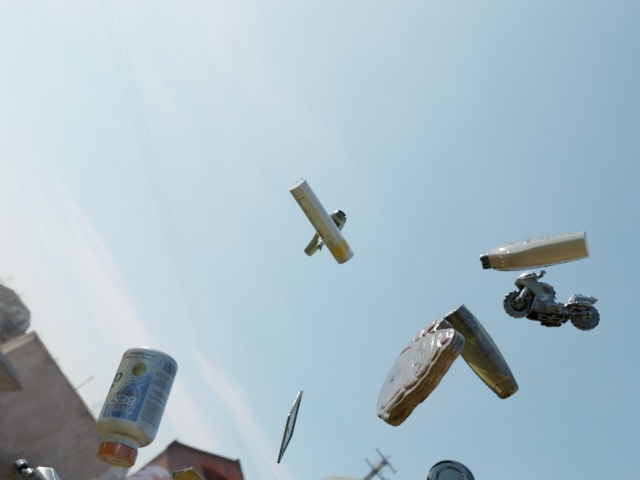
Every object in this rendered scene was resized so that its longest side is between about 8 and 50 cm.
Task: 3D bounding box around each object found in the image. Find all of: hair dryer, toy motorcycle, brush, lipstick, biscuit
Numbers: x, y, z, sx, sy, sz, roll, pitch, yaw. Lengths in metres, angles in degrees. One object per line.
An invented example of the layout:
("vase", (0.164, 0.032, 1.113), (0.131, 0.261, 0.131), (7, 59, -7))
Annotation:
("hair dryer", (-0.013, 0.013, 2.184), (0.092, 0.267, 0.229), (40, -47, -3))
("toy motorcycle", (0.674, 0.172, 1.649), (0.270, 0.159, 0.106), (9, -27, 8))
("brush", (-0.234, 0.676, 1.389), (0.085, 0.020, 0.337), (-28, -71, 26))
("lipstick", (0.004, -0.052, 1.585), (0.264, 0.059, 0.059), (55, -28, -16))
("biscuit", (0.299, 0.388, 1.720), (0.074, 0.359, 0.381), (33, -53, -3))

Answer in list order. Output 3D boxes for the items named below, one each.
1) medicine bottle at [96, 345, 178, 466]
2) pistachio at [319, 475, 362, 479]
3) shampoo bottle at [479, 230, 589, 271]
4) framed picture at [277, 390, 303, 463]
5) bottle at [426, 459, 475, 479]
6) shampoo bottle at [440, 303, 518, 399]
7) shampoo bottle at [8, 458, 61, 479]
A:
("medicine bottle", (-0.492, 0.440, 1.493), (0.156, 0.289, 0.157), (6, -39, 5))
("pistachio", (0.069, 0.646, 1.079), (0.365, 0.282, 0.445), (23, 6, -22))
("shampoo bottle", (0.527, 0.032, 1.404), (0.256, 0.127, 0.078), (-10, -86, 30))
("framed picture", (-0.075, 0.464, 1.402), (0.011, 0.109, 0.149), (16, -68, 9))
("bottle", (0.367, 0.736, 1.552), (0.156, 0.143, 0.271), (18, -48, 35))
("shampoo bottle", (0.567, 0.399, 2.002), (0.350, 0.125, 0.084), (56, -7, 9))
("shampoo bottle", (-0.335, 0.310, 0.687), (0.137, 0.048, 0.027), (20, -37, 34))
